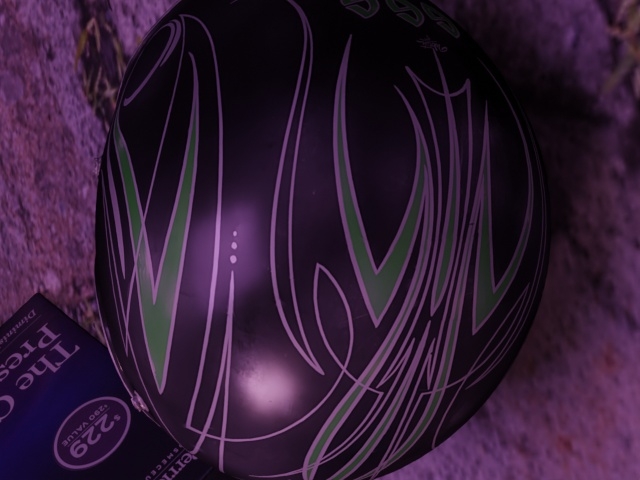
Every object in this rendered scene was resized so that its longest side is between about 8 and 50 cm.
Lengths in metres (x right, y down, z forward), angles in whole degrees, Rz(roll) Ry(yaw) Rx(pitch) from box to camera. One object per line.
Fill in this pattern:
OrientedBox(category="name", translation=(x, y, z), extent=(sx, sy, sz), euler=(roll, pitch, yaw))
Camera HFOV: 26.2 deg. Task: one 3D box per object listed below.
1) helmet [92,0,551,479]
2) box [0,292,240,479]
OrientedBox(category="helmet", translation=(0.000, 0.000, 0.479), extent=(0.169, 0.169, 0.161), euler=(-55, 37, 41))
OrientedBox(category="box", translation=(-0.158, 0.174, 0.632), extent=(0.184, 0.261, 0.103), euler=(30, 160, 44))
